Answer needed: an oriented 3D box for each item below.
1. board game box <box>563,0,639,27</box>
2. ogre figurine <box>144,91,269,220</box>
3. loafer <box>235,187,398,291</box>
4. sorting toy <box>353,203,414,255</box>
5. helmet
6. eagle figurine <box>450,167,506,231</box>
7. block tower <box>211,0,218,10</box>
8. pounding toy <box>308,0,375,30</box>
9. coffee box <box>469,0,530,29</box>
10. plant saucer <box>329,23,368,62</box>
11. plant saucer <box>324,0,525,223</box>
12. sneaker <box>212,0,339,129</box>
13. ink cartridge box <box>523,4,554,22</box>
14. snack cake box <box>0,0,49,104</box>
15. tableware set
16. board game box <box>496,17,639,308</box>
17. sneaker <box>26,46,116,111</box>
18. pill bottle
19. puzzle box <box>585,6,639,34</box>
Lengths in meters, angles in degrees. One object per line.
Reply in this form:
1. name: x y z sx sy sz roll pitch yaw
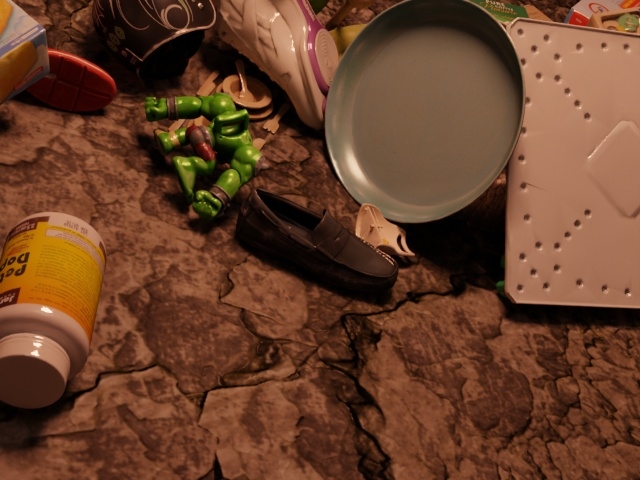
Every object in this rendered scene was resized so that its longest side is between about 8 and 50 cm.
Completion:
1. board game box: 0.620 -0.356 2.435 0.302 0.086 0.308 35 40 14
2. ogre figurine: -0.146 -0.124 1.768 0.118 0.097 0.197 -22 43 -12
3. loafer: 0.000 0.000 1.727 0.223 0.078 0.076 23 39 -1
4. sorting toy: 0.090 -0.002 1.807 0.075 0.045 0.083 12 38 -28
5. helmet: -0.243 -0.327 1.910 0.169 0.169 0.161 -20 73 -41
6. eagle figurine: 0.311 -0.144 1.971 0.298 0.225 0.226 -5 57 -46
7. block tower: -0.296 -0.442 2.068 0.335 0.097 0.091 7 42 -17
8. pounding toy: -0.043 -0.346 2.053 0.237 0.183 0.110 7 67 -25
9. coffee box: 0.289 -0.313 2.118 0.113 0.040 0.184 7 43 -18
10. plant saucer: 0.107 -0.284 2.082 0.241 0.037 0.241 1 28 0
11. plant saucer: 0.147 -0.179 1.846 0.044 0.317 0.317 11 34 -54
12. sneaker: -0.071 -0.299 1.961 0.305 0.152 0.114 67 26 -7
13. ink cartridge box: 0.332 -0.282 2.205 0.235 0.088 0.193 -23 57 -40
14. snack cake box: -0.485 -0.209 1.648 0.152 0.089 0.264 40 62 17
15. tableware set: -0.123 -0.186 1.906 0.128 0.039 0.194 26 39 3
16. board game box: 0.421 -0.098 1.892 0.390 0.050 0.390 3 84 -24
17. sneaker: -0.384 -0.257 1.821 0.221 0.087 0.128 17 35 -19
18. pill bottle: -0.303 0.076 1.457 0.117 0.117 0.215 14 40 -12
19. puzzle box: 0.641 -0.229 2.220 0.272 0.052 0.409 -11 60 -17
